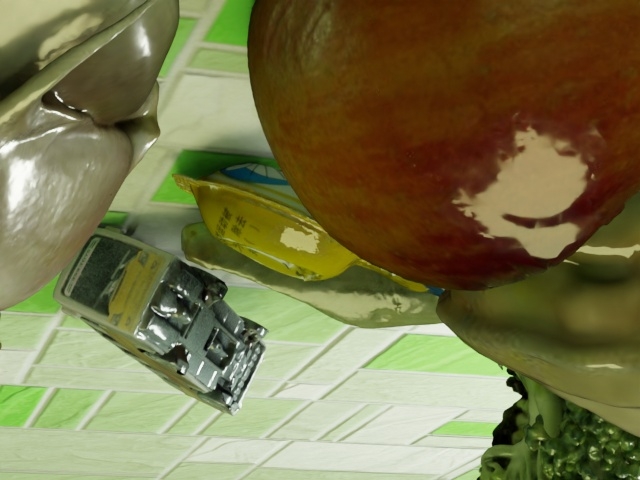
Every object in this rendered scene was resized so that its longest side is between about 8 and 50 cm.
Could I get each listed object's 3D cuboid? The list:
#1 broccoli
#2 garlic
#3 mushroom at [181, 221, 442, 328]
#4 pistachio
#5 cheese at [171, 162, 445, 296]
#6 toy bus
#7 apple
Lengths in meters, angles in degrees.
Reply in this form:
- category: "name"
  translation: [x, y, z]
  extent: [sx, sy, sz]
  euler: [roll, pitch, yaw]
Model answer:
- category: "broccoli"
  translation: [0.312, 0.164, 1.628]
  extent: [0.324, 0.272, 0.334]
  euler: [3, 150, -28]
- category: "garlic"
  translation: [-0.183, -0.081, 0.973]
  extent: [0.246, 0.231, 0.340]
  euler: [9, 163, -21]
- category: "mushroom"
  translation: [0.036, 0.030, 1.483]
  extent: [0.333, 0.107, 0.087]
  euler: [0, -167, -9]
- category: "pistachio"
  translation: [0.286, 0.031, 1.211]
  extent: [0.365, 0.281, 0.445]
  euler: [5, -177, 43]
- category: "cheese"
  translation: [0.000, 0.000, 1.341]
  extent: [0.270, 0.069, 0.177]
  euler: [23, 171, 4]
- category: "toy bus"
  translation: [-0.147, 0.085, 1.588]
  extent: [0.138, 0.097, 0.342]
  euler: [23, 168, 22]
- category: "apple"
  translation: [0.091, -0.108, 1.034]
  extent: [0.346, 0.179, 0.254]
  euler: [-23, 111, 42]
